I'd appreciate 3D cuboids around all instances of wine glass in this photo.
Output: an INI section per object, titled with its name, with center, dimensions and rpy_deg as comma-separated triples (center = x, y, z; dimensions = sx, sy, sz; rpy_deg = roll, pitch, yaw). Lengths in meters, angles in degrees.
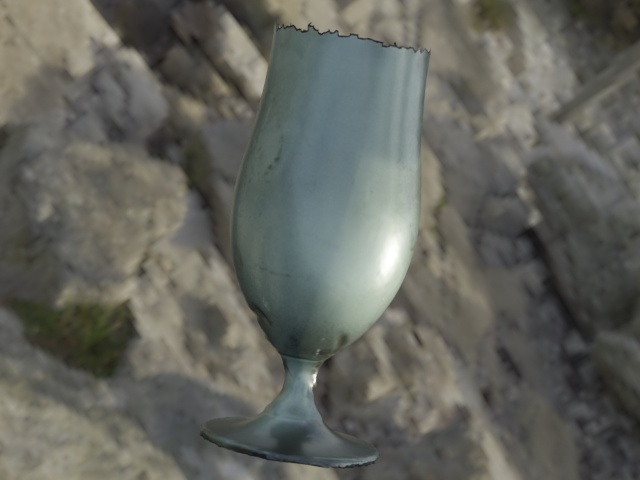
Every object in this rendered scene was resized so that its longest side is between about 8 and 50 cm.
[wine glass]
center = 0.000, 0.000, 0.882
dimensions = 0.093, 0.093, 0.202
rpy_deg = 3, 96, -56
